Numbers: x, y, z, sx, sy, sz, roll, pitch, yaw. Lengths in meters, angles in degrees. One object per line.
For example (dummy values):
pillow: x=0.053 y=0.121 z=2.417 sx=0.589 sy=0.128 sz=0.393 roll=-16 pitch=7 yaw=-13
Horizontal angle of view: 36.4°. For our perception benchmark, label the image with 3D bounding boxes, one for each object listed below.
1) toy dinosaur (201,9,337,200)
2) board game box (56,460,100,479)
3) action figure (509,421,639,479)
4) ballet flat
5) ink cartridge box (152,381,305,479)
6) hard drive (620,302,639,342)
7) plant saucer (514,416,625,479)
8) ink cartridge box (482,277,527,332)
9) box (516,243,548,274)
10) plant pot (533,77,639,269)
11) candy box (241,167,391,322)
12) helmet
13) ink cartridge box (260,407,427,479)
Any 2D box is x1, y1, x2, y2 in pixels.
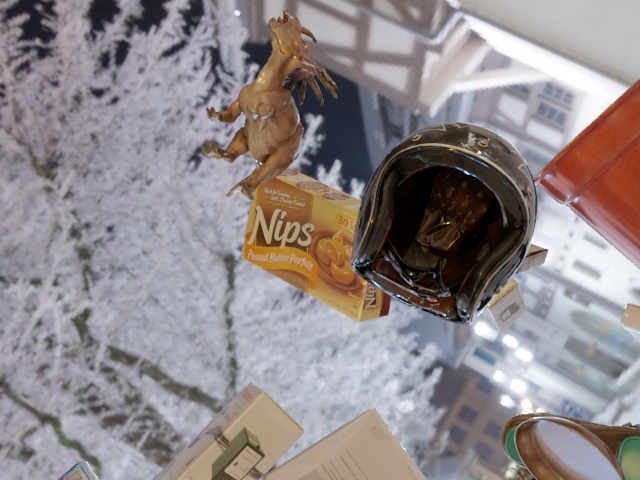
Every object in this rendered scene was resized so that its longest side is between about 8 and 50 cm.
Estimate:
toy dinosaur: x=-0.067 y=-0.184 z=1.511 sx=0.200 sy=0.127 sz=0.295 roll=-32 pitch=-36 yaw=-41
board game box: x=-0.435 y=0.501 z=1.637 sx=0.211 sy=0.160 sz=0.039 roll=-40 pitch=-15 yaw=2
action figure: x=0.464 y=0.393 z=1.738 sx=0.285 sy=0.185 sz=0.099 roll=-24 pitch=14 yaw=31
ballet flat: x=0.457 y=0.336 z=1.533 sx=0.124 sy=0.342 sz=0.116 roll=-21 pitch=-62 yaw=-71
ink cartridge box: x=-0.184 y=0.424 z=1.911 sx=0.289 sy=0.121 sz=0.211 roll=-45 pitch=6 yaw=-10
hard drive: x=0.715 y=0.194 z=1.666 sx=0.233 sy=0.353 sz=0.047 roll=30 pitch=-102 yaw=-57
plant saucer: x=0.337 y=0.295 z=1.300 sx=0.029 sy=0.168 sz=0.168 roll=-41 pitch=-24 yaw=-29
ink cartridge box: x=0.312 y=0.085 z=1.824 sx=0.072 sy=0.127 sz=0.175 roll=-41 pitch=-26 yaw=0
box: x=0.285 y=0.017 z=1.499 sx=0.137 sy=0.094 sz=0.027 roll=-10 pitch=-62 yaw=-59
plant pot: x=0.535 y=-0.093 z=1.603 sx=0.272 sy=0.265 sz=0.272 roll=-42 pitch=-7 yaw=-7
candy box: x=0.000 y=0.000 z=1.766 sx=0.088 sy=0.316 sz=0.183 roll=-7 pitch=-64 yaw=-46
helmet: x=0.114 y=-0.022 z=0.868 sx=0.161 sy=0.169 sz=0.169 roll=-63 pitch=-16 yaw=-9
ink cartridge box: x=0.043 y=0.425 z=1.280 sx=0.272 sy=0.309 sz=0.130 roll=-24 pitch=-21 yaw=-35
